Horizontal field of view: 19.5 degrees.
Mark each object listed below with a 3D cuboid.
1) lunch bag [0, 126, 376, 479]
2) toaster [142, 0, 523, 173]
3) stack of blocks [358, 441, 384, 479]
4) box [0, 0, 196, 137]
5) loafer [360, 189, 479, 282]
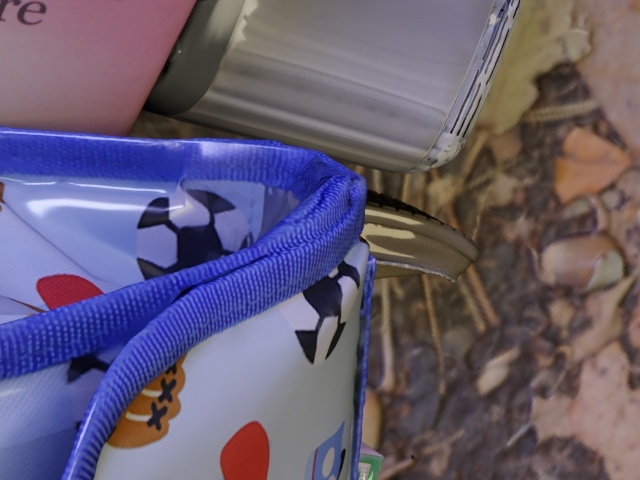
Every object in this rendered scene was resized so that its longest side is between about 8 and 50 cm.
[{"bbox_3d":[-0.160,0.143,0.588,0.385,0.239,0.327,-8,117,-28],"label":"lunch bag"},{"bbox_3d":[-0.001,-0.119,0.758,0.146,0.129,0.227,16,94,-32],"label":"toaster"},{"bbox_3d":[-0.034,0.159,0.838,0.297,0.087,0.171,14,97,-29],"label":"stack of blocks"},{"bbox_3d":[-0.122,-0.125,0.631,0.149,0.127,0.232,5,140,-28],"label":"box"},{"bbox_3d":[0.000,0.000,0.835,0.148,0.056,0.050,13,98,-19],"label":"loafer"}]
